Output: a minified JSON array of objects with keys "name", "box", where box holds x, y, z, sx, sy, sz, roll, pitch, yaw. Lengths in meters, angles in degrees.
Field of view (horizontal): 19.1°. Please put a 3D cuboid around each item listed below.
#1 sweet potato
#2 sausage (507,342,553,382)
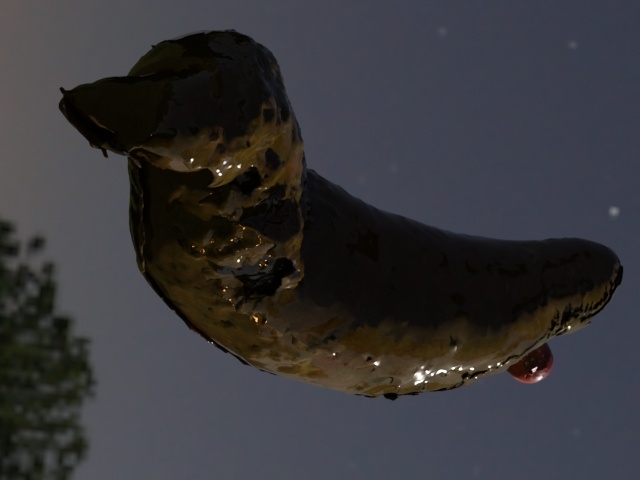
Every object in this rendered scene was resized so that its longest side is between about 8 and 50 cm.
[{"name":"sweet potato","box":[-0.004,0.001,0.784,0.124,0.310,0.098,-33,-131,29]},{"name":"sausage","box":[0.116,0.054,1.272,0.253,0.034,0.034,-127,-132,-78]}]
